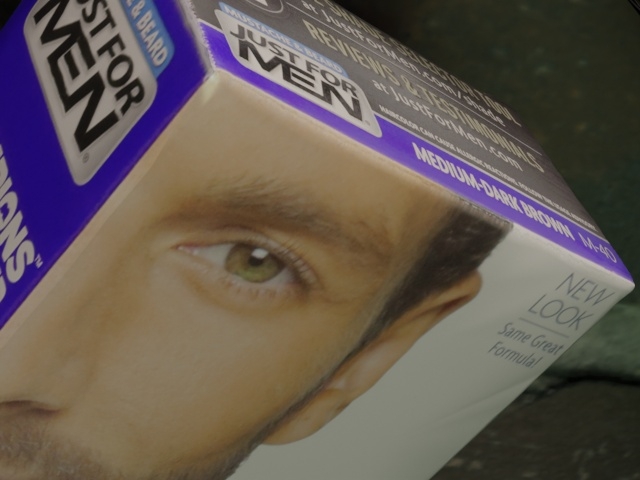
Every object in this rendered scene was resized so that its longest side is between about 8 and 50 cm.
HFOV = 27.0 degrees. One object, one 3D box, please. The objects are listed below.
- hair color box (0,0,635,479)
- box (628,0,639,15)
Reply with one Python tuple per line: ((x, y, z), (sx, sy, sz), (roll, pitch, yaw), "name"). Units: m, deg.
((-0.082, 0.070, 0.460), (0.185, 0.110, 0.339), (23, 117, -39), "hair color box")
((0.258, -0.157, 0.467), (0.318, 0.097, 0.395), (-40, 121, 12), "box")
